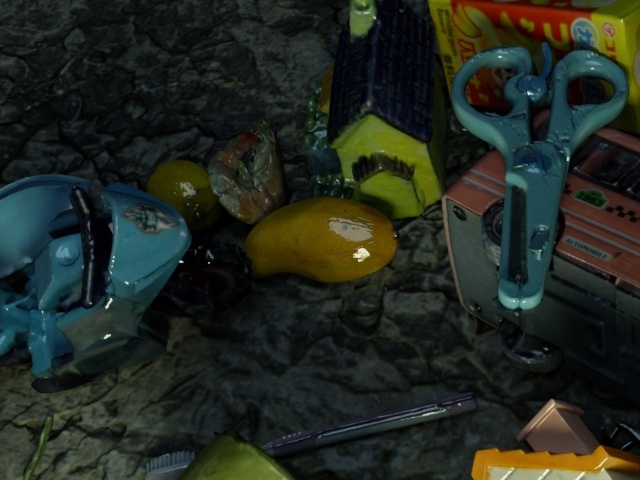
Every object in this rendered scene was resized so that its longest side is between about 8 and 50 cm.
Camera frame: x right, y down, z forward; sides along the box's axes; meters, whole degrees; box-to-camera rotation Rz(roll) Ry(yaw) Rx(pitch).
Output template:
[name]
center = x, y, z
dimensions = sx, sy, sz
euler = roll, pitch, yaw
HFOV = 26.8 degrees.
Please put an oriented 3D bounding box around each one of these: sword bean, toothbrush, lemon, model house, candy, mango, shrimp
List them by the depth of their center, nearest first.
[toothbrush]
center = -0.013, 0.201, 1.383
dimensions = 0.354, 0.024, 0.029
euler = -14, 43, 5
[sword bean]
center = -0.304, 0.225, 1.452
dimensions = 0.012, 0.012, 0.083
euler = 3, 53, 17
[candy]
center = 0.257, -0.214, 1.498
dimensions = 0.088, 0.146, 0.276
euler = -36, 36, -32
[mango]
center = 0.000, 0.000, 1.499
dimensions = 0.190, 0.075, 0.098
euler = -3, 76, 27
[model house]
center = 0.050, -0.154, 1.520
dimensions = 0.170, 0.211, 0.194
euler = -1, 54, 12
[lemon]
center = -0.161, -0.053, 1.581
dimensions = 0.082, 0.082, 0.110
euler = -42, 48, -17
[shrimp]
center = -0.080, -0.091, 1.592
dimensions = 0.101, 0.042, 0.190
euler = 30, 40, -17

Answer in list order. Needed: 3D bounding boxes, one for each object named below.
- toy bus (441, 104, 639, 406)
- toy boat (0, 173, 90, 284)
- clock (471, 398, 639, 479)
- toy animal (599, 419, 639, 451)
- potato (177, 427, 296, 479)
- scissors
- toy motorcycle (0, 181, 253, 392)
[toy bus]
center = 0.338, 0.044, 1.297
dimensions = 0.427, 0.203, 0.233
euler = 28, 60, 33
[toy boat]
center = -0.370, -0.004, 1.601
dimensions = 0.238, 0.098, 0.109
euler = -36, 97, -22
[clock]
center = 0.198, 0.262, 1.020
dimensions = 0.220, 0.106, 0.255
euler = -50, 47, 17
[toy animal]
center = 0.270, 0.313, 1.199
dimensions = 0.260, 0.087, 0.243
euler = -34, 67, -17
[potato]
center = -0.067, 0.328, 1.140
dimensions = 0.330, 0.280, 0.213
euler = 35, 66, 32
[scissors]
center = 0.201, -0.077, 1.287
dimensions = 0.180, 0.032, 0.393
euler = 2, 43, 14
[toy motorcycle]
center = -0.285, 0.047, 1.440
dimensions = 0.416, 0.232, 0.172
euler = -12, 61, 6
